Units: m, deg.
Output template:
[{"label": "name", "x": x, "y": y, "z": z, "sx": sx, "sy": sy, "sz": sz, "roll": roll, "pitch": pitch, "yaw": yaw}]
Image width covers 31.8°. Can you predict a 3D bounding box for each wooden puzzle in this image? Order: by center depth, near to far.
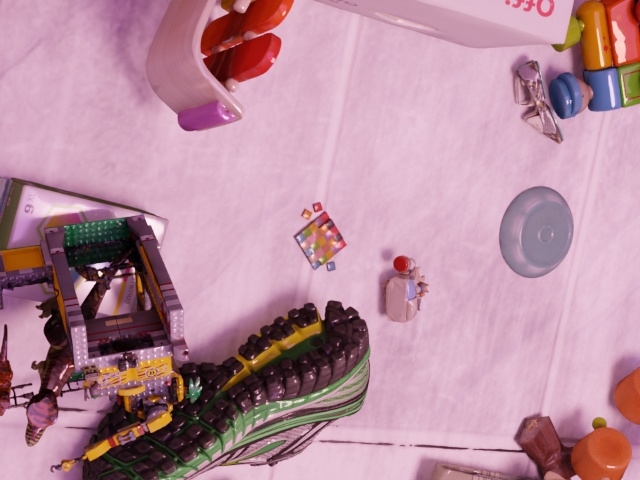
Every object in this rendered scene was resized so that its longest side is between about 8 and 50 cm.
[{"label": "wooden puzzle", "x": 0.000, "y": 0.000, "z": 1.289, "sx": 0.049, "sy": 0.006, "sz": 0.083, "roll": -40, "pitch": 115, "yaw": -17}]

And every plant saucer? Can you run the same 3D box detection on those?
[{"label": "plant saucer", "x": 0.282, "y": -0.009, "z": 1.435, "sx": 0.119, "sy": 0.021, "sz": 0.119, "roll": -5, "pitch": 101, "yaw": -28}]

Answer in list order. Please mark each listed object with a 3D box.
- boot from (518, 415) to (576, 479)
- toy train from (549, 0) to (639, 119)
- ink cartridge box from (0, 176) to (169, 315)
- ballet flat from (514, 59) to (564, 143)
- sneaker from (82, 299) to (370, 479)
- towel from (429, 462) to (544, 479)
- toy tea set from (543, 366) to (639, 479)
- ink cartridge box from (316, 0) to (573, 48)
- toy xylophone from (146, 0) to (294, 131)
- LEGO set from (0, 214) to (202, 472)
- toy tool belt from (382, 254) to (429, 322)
[{"label": "boot", "x": 0.321, "y": 0.265, "z": 1.499, "sx": 0.106, "sy": 0.037, "sz": 0.114, "roll": -42, "pitch": 114, "yaw": -16}, {"label": "toy train", "x": 0.341, "y": -0.277, "z": 1.382, "sx": 0.143, "sy": 0.105, "sz": 0.248, "roll": -16, "pitch": 107, "yaw": -12}, {"label": "ink cartridge box", "x": -0.267, "y": 0.004, "z": 1.111, "sx": 0.209, "sy": 0.062, "sz": 0.109, "roll": 15, "pitch": 93, "yaw": -29}, {"label": "ballet flat", "x": 0.267, "y": -0.167, "z": 1.393, "sx": 0.041, "sy": 0.041, "sz": 0.114, "roll": -32, "pitch": 112, "yaw": -20}, {"label": "sneaker", "x": -0.089, "y": 0.205, "z": 1.207, "sx": 0.343, "sy": 0.134, "sz": 0.146, "roll": -24, "pitch": 129, "yaw": -14}, {"label": "towel", "x": 0.216, "y": 0.455, "z": 1.468, "sx": 0.312, "sy": 0.056, "sz": 0.324, "roll": 19, "pitch": 94, "yaw": -27}, {"label": "toy tea set", "x": 0.402, "y": 0.323, "z": 1.471, "sx": 0.200, "sy": 0.124, "sz": 0.336, "roll": 35, "pitch": 59, "yaw": 15}, {"label": "ink cartridge box", "x": 0.155, "y": -0.423, "z": 1.209, "sx": 0.279, "sy": 0.160, "sz": 0.385, "roll": 10, "pitch": 94, "yaw": -30}, {"label": "toy xylophone", "x": -0.062, "y": -0.260, "z": 1.082, "sx": 0.081, "sy": 0.236, "sz": 0.323, "roll": 29, "pitch": 82, "yaw": -26}, {"label": "LEGO set", "x": -0.252, "y": 0.123, "z": 1.012, "sx": 0.331, "sy": 0.192, "sz": 0.255, "roll": -1, "pitch": 122, "yaw": -22}, {"label": "toy tool belt", "x": 0.103, "y": 0.055, "z": 1.338, "sx": 0.051, "sy": 0.052, "sz": 0.083, "roll": -18, "pitch": 114, "yaw": -58}]
